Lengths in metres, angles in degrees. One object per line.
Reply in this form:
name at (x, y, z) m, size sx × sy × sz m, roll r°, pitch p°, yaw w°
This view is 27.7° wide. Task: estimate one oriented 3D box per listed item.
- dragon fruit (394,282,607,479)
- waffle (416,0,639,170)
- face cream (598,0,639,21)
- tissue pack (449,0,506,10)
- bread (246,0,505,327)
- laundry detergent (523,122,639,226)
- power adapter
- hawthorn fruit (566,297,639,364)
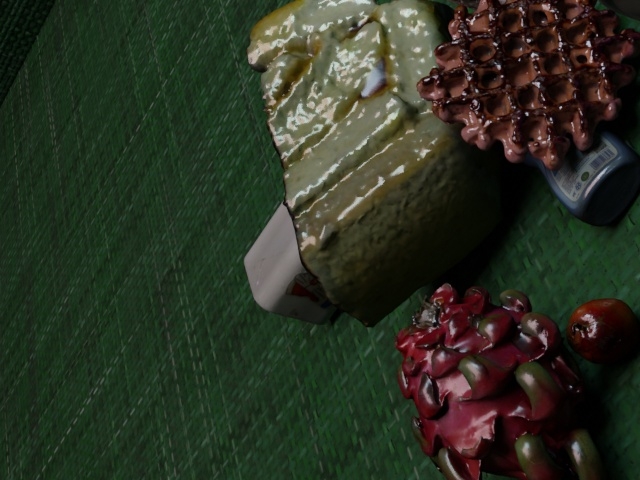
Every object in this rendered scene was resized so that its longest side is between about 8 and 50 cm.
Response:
dragon fruit at (0.188, 0.173, 1.352) m, size 0.218 × 0.198 × 0.272 m, roll -53°, pitch 35°, yaw 16°
waffle at (0.237, -0.193, 1.441) m, size 0.221 × 0.055 × 0.234 m, roll 30°, pitch 75°, yaw 20°
face cream at (0.383, -0.300, 1.258) m, size 0.201 × 0.201 × 0.187 m, roll 24°, pitch 96°, yaw 60°
tissue pack at (0.234, -0.408, 1.555) m, size 0.124 × 0.202 × 0.271 m, roll -136°, pitch 64°, yaw -85°
bread at (0.098, -0.121, 1.581) m, size 0.264 × 0.239 × 0.395 m, roll -23°, pitch 60°, yaw 17°
laundry detergent at (0.282, -0.102, 1.467) m, size 0.096 × 0.061 × 0.206 m, roll -58°, pitch 32°, yaw 20°
power adapter at (0.000, 0.000, 1.819) m, size 0.205 × 0.130 × 0.125 m, roll -56°, pitch 34°, yaw 30°
hawthorn fruit at (0.291, 0.094, 1.340) m, size 0.077 × 0.077 × 0.077 m, roll -34°, pitch 47°, yaw 48°
